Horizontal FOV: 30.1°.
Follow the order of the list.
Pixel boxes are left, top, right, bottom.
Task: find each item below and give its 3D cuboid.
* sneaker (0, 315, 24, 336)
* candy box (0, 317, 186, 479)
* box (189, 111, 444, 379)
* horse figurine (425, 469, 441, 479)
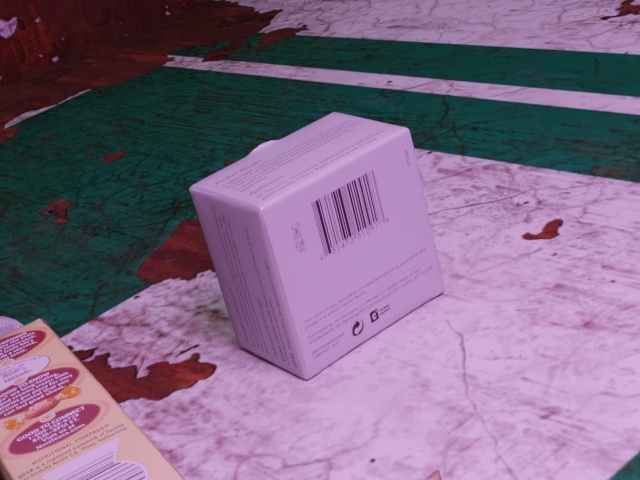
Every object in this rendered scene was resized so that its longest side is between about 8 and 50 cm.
[{"bbox_3d":[-0.425,0.140,1.169,0.268,0.101,0.153,-31,31,-26],"label":"sneaker"},{"bbox_3d":[-0.149,0.191,0.788,0.087,0.183,0.316,-24,25,-20],"label":"candy box"},{"bbox_3d":[0.000,0.000,1.119,0.181,0.182,0.119,-30,29,-28],"label":"box"},{"bbox_3d":[0.078,0.227,0.717,0.174,0.066,0.263,-28,26,-30],"label":"horse figurine"}]
